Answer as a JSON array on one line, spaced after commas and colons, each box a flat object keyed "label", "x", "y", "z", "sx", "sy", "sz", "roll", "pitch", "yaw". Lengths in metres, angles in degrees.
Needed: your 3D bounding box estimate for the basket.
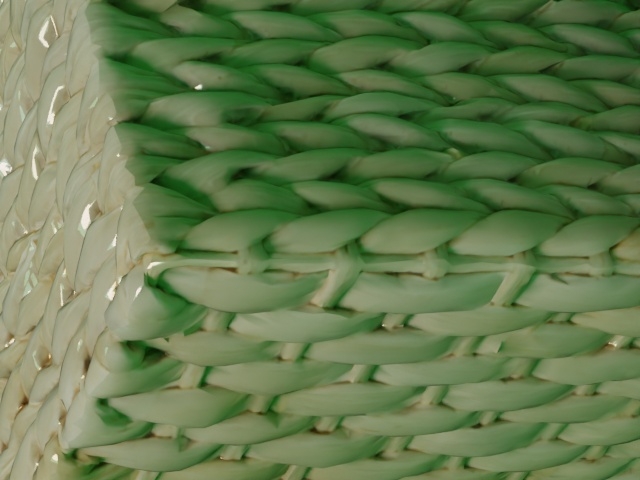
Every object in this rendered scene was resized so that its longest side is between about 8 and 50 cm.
[{"label": "basket", "x": 0.000, "y": 0.000, "z": 0.827, "sx": 0.328, "sy": 0.331, "sz": 0.266, "roll": -60, "pitch": 39, "yaw": 45}]
